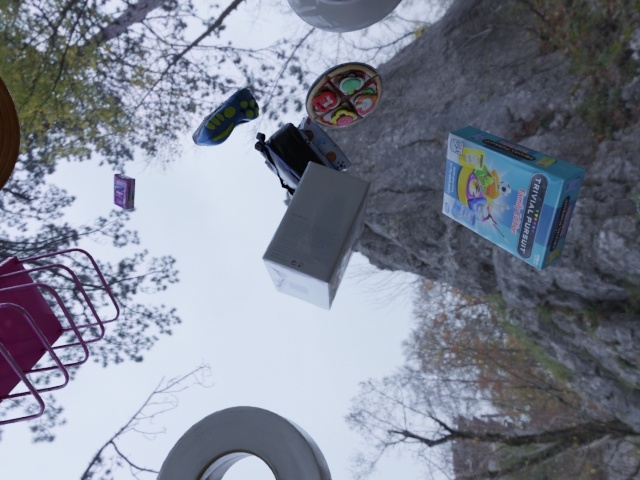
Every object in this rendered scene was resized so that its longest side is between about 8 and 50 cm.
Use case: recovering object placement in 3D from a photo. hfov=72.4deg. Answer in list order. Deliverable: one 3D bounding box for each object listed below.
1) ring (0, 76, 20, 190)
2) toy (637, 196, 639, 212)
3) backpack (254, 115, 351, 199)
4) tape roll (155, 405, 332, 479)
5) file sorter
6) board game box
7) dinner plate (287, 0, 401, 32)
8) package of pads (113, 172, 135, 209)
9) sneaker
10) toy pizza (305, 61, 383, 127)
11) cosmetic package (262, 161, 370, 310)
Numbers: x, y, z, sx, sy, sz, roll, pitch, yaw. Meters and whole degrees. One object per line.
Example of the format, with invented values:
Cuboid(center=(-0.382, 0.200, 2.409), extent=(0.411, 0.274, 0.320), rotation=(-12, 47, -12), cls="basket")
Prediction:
Cuboid(center=(-0.567, -0.161, 0.536), extent=(0.337, 0.032, 0.336), rotation=(18, -113, -48), cls="ring")
Cuboid(center=(0.633, -0.050, 0.730), extent=(0.237, 0.056, 0.137), rotation=(33, -110, -20), cls="toy")
Cuboid(center=(-0.051, -0.227, 1.298), extent=(0.213, 0.263, 0.276), rotation=(-40, -81, -10), cls="backpack")
Cuboid(center=(-0.121, 0.422, 0.706), extent=(0.100, 0.286, 0.286), rotation=(69, -147, -59), cls="tape roll")
Cuboid(center=(-0.540, 0.165, 0.809), extent=(0.290, 0.182, 0.202), rotation=(-86, -19, -64), cls="file sorter")
Cuboid(center=(0.465, -0.118, 1.116), extent=(0.079, 0.336, 0.253), rotation=(-23, -51, -21), cls="board game box")
Cuboid(center=(0.026, -0.284, 0.446), extent=(0.017, 0.141, 0.141), rotation=(19, -114, -79), cls="dinner plate")
Cuboid(center=(-0.492, -0.123, 1.097), extent=(0.032, 0.050, 0.083), rotation=(-33, -40, -59), cls="package of pads")
Cuboid(center=(-0.187, -0.244, 0.866), extent=(0.188, 0.078, 0.067), rotation=(-55, -51, -40), cls="sneaker")
Cuboid(center=(0.062, -0.346, 1.074), extent=(0.201, 0.201, 0.032), rotation=(18, -134, -45), cls="toy pizza")
Cuboid(center=(0.000, 0.000, 0.915), extent=(0.224, 0.138, 0.224), rotation=(85, -154, -68), cls="cosmetic package")
